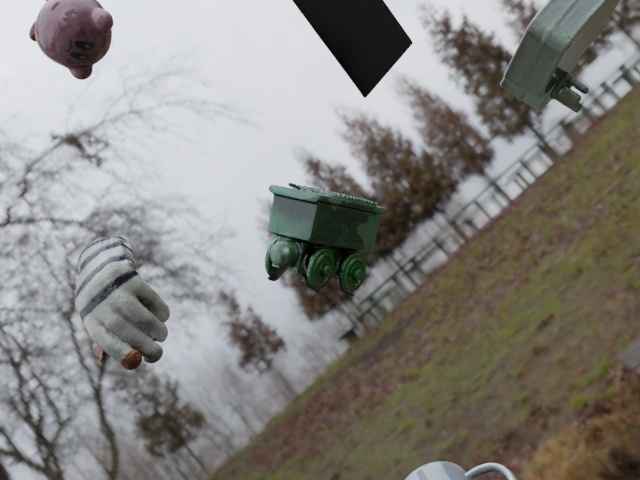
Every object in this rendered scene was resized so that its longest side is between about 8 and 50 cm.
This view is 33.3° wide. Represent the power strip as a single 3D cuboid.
[{"bbox_3d":[0.415,-0.319,1.799,0.229,0.141,0.261,-47,-12,-28],"label":"power strip"}]

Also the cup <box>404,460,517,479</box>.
[{"bbox_3d":[0.173,0.333,1.272,0.136,0.099,0.133,-18,28,-9],"label":"cup"}]

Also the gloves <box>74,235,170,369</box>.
[{"bbox_3d":[-0.336,0.108,1.759,0.140,0.218,0.131,-25,-40,6],"label":"gloves"}]

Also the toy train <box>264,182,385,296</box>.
[{"bbox_3d":[0.000,0.000,2.136,0.266,0.145,0.201,8,-84,-54],"label":"toy train"}]

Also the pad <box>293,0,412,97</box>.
[{"bbox_3d":[0.061,-0.411,2.008,0.006,0.245,0.170,2,48,54],"label":"pad"}]

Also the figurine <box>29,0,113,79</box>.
[{"bbox_3d":[-0.530,-0.451,2.307,0.173,0.173,0.173,-40,-8,-7],"label":"figurine"}]
